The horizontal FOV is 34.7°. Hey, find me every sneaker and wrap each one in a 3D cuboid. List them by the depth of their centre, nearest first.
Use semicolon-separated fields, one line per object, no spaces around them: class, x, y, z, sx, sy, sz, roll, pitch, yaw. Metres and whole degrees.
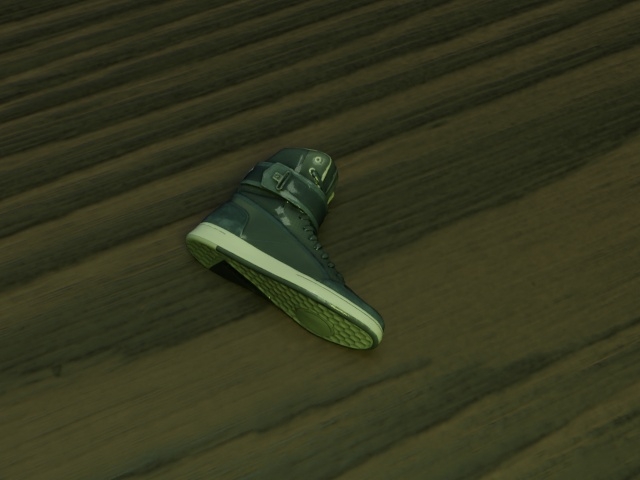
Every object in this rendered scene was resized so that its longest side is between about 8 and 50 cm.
sneaker;-0.001;-0.001;1.040;0.226;0.086;0.163;31;63;18
